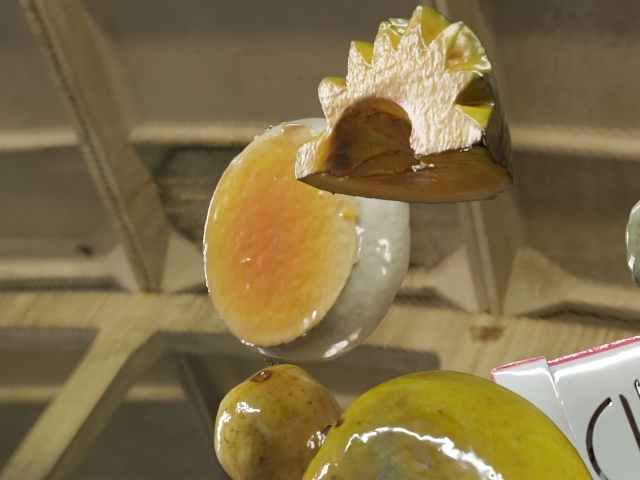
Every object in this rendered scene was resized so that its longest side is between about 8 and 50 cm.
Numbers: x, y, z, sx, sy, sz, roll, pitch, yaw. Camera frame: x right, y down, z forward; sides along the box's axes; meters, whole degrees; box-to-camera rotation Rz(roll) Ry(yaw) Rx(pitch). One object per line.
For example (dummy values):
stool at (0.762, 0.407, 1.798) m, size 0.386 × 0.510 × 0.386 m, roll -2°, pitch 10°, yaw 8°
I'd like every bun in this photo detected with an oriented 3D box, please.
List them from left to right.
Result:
bun at (0.000, 0.000, 1.509) m, size 0.299 × 0.299 × 0.165 m, roll -18°, pitch -19°, yaw 40°

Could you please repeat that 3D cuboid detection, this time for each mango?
mango at (0.141, 0.334, 1.162) m, size 0.301 × 0.445 × 0.220 m, roll -27°, pitch -26°, yaw 6°

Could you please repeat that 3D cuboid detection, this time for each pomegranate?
pomegranate at (-0.056, 0.278, 1.738) m, size 0.196 × 0.196 × 0.196 m, roll 16°, pitch -44°, yaw 16°

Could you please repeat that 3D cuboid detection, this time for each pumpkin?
pumpkin at (0.103, -0.110, 1.069) m, size 0.149 × 0.130 × 0.254 m, roll 12°, pitch -13°, yaw -33°

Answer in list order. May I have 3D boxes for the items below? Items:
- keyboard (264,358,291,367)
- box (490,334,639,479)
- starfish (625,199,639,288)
keyboard at (-0.082, 0.142, 1.883) m, size 0.049 × 0.015 × 0.129 m, roll -9°, pitch -75°, yaw 50°
box at (0.417, 0.324, 1.703) m, size 0.300 × 0.314 × 0.312 m, roll -16°, pitch -26°, yaw 1°
starfish at (0.209, -0.138, 0.498) m, size 0.324 × 0.082 × 0.432 m, roll -9°, pitch -54°, yaw 29°
